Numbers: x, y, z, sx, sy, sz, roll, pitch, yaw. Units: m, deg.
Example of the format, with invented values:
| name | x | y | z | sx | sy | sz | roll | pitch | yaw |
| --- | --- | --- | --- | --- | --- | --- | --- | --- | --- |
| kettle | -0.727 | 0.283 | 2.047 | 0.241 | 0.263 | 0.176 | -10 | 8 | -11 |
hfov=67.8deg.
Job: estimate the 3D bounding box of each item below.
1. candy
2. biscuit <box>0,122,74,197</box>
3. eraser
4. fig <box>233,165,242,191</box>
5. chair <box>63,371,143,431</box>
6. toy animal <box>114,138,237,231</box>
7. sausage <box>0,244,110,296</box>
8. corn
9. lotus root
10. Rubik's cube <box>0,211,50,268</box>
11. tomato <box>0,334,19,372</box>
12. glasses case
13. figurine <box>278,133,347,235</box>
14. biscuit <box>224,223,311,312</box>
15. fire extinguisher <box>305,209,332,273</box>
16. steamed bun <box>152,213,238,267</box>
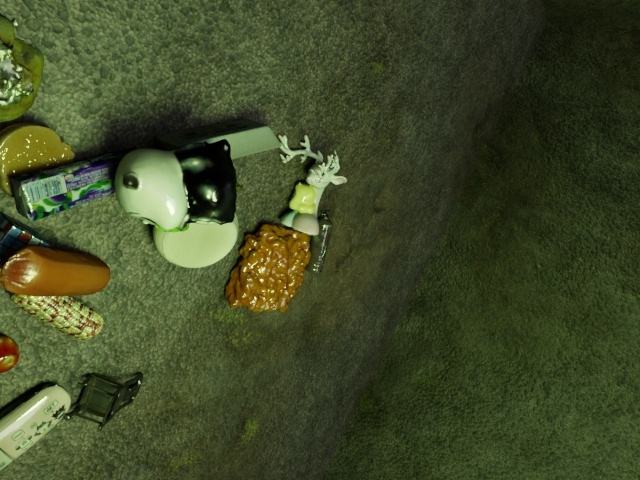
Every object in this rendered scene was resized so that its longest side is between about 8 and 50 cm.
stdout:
| name | x | y | z | sx | sy | sz | roll | pitch | yaw |
| --- | --- | --- | --- | --- | --- | --- | --- | --- | --- |
| candy | -0.528 | -0.135 | 1.074 | 0.312 | 0.061 | 0.088 | -34 | 136 | -51 |
| biscuit | -0.608 | -0.172 | 1.009 | 0.170 | 0.050 | 0.170 | -46 | 152 | -34 |
| eraser | -0.271 | -0.275 | 1.317 | 0.352 | 0.111 | 0.077 | -25 | 127 | -41 |
| fig | -0.276 | -0.170 | 1.323 | 0.117 | 0.177 | 0.117 | -14 | 119 | -28 |
| chair | -0.609 | 0.439 | 1.364 | 0.229 | 0.113 | 0.106 | -144 | -103 | -88 |
| toy animal | -0.334 | -0.116 | 1.114 | 0.266 | 0.212 | 0.213 | -12 | 123 | -21 |
| sausage | -0.569 | 0.074 | 1.058 | 0.097 | 0.094 | 0.348 | -61 | 177 | -5 |
| corn | -0.636 | 0.165 | 1.150 | 0.086 | 0.086 | 0.253 | -53 | 142 | -15 |
| lotus root | -0.610 | -0.321 | 0.894 | 0.183 | 0.077 | 0.204 | 5 | 105 | -53 |
| Rubik's cube | -0.660 | 0.009 | 1.018 | 0.092 | 0.092 | 0.092 | -56 | 143 | -11 |
| tomato | -0.737 | 0.265 | 1.093 | 0.087 | 0.075 | 0.087 | -35 | 138 | -38 |
| glasses case | -0.773 | 0.484 | 1.179 | 0.314 | 0.075 | 0.122 | -40 | 140 | -32 |
| figurine | -0.033 | -0.183 | 1.608 | 0.284 | 0.206 | 0.316 | 5 | 103 | -64 |
| biscuit | -0.169 | 0.099 | 1.676 | 0.312 | 0.110 | 0.318 | 10 | 103 | -52 |
| fire extinguisher | 0.000 | 0.000 | 1.847 | 0.072 | 0.089 | 0.268 | 11 | 107 | -8 |
| steamed bun | -0.349 | -0.042 | 1.323 | 0.231 | 0.145 | 0.232 | -17 | 137 | -17 |
